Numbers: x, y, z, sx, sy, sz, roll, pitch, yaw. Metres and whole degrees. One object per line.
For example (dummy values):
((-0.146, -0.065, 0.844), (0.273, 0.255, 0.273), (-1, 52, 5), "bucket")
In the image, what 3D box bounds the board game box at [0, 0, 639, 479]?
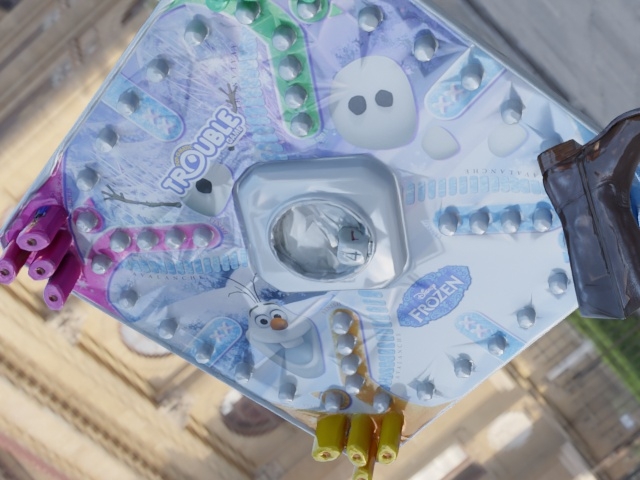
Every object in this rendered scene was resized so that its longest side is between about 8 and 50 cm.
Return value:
((0.000, 0.000, 0.840), (0.390, 0.390, 0.050), (33, -144, -16), "board game box")

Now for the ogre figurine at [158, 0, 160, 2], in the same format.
((-0.157, -0.313, 1.264), (0.118, 0.097, 0.197), (48, 148, 5), "ogre figurine")

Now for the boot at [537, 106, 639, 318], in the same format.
((0.188, -0.015, 0.665), (0.037, 0.106, 0.114), (7, -116, -49), "boot")
